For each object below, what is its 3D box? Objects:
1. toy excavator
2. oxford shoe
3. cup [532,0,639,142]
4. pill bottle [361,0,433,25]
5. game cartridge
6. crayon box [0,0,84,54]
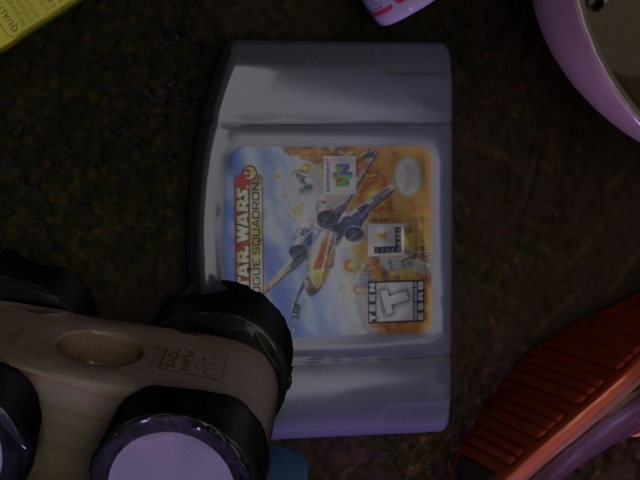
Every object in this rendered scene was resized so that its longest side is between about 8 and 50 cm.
[{"bbox_3d":[-0.100,0.270,1.212,0.433,0.222,0.445,10,111,1],"label":"toy excavator"},{"bbox_3d":[0.263,0.111,1.358,0.364,0.130,0.132,-37,110,-10],"label":"oxford shoe"},{"bbox_3d":[0.283,-0.204,1.285,0.331,0.237,0.331,-1,93,-17],"label":"cup"},{"bbox_3d":[0.036,-0.245,1.286,0.087,0.087,0.160,-36,102,-12],"label":"pill bottle"},{"bbox_3d":[0.000,0.000,1.309,0.198,0.062,0.297,-2,94,-21],"label":"game cartridge"},{"bbox_3d":[-0.308,-0.188,1.189,0.318,0.081,0.202,-34,102,-13],"label":"crayon box"}]
